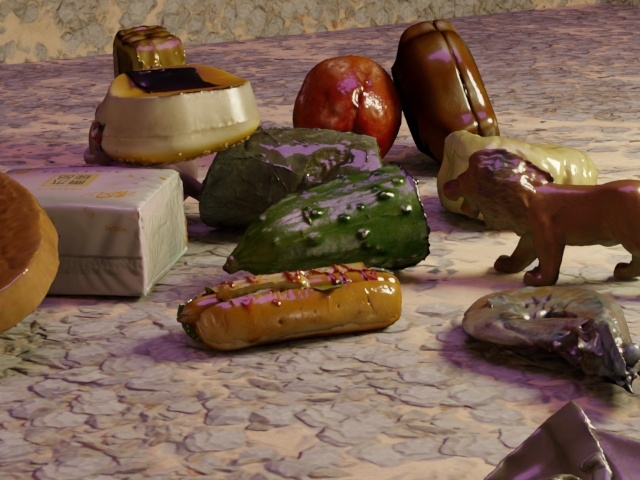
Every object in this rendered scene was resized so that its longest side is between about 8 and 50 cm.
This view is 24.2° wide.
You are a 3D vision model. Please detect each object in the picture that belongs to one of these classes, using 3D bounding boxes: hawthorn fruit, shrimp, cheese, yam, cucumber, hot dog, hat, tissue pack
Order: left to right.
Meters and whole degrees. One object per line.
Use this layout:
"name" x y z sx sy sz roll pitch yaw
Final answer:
"tissue pack" -0.293 -0.015 1.788 0.225 0.124 0.185 1 19 10
"hot dog" -0.031 0.064 1.579 0.250 0.076 0.104 -4 16 -18
"yam" -0.026 -0.079 1.975 0.254 0.154 0.154 0 15 11
"cucumber" -0.001 -0.003 1.750 0.244 0.134 0.134 -16 20 -22
"hawthorn fruit" 0.041 -0.187 2.309 0.179 0.179 0.200 0 25 3
"cheese" 0.269 -0.089 2.043 0.214 0.117 0.226 5 11 -1
"shrimp" 0.232 0.093 1.487 0.164 0.062 0.317 -7 12 -5
"hat" 0.208 0.213 1.072 0.173 0.144 0.166 46 22 3

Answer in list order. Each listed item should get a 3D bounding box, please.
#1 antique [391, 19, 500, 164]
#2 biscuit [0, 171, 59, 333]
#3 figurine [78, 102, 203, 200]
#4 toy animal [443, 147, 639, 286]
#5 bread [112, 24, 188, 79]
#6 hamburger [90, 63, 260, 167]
"antique" 0.194 -0.224 2.336 0.129 0.223 0.278 -18 54 0
"biscuit" -0.462 0.036 1.572 0.365 0.062 0.385 -24 34 -18
"figurine" -0.239 -0.101 2.009 0.176 0.186 0.287 -4 24 7
"toy animal" 0.293 -0.026 1.727 0.312 0.158 0.097 3 17 21
"bread" -0.271 -0.229 2.389 0.096 0.222 0.181 -10 27 -19
"hamburger" -0.181 -0.155 1.886 0.210 0.116 0.173 -13 27 -35
